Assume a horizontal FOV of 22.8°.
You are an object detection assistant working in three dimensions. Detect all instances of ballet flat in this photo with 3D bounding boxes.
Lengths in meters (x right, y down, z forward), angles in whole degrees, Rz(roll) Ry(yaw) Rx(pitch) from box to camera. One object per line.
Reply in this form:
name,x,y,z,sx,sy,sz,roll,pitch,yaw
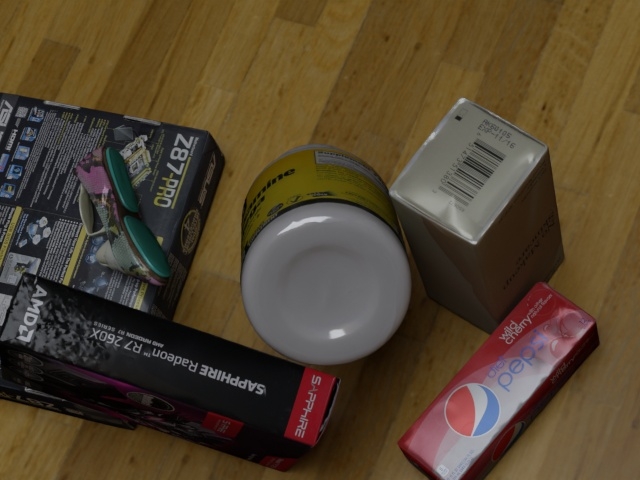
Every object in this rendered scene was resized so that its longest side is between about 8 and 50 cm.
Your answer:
ballet flat,-0.253,-0.017,1.974,0.079,0.077,0.221,-35,61,15

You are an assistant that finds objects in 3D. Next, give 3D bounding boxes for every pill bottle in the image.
pill bottle,0.000,0.000,1.856,0.188,0.334,0.187,-1,109,-2

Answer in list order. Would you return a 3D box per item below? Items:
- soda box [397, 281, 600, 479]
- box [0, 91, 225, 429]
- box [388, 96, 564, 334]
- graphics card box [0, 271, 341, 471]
soda box,0.212,0.178,1.868,0.092,0.083,0.263,38,80,24
box,-0.334,0.018,2.058,0.318,0.097,0.394,10,70,18
box,0.187,-0.017,1.830,0.121,0.311,0.148,33,79,23
graphics card box,-0.181,0.157,1.822,0.371,0.233,0.094,20,73,-5
